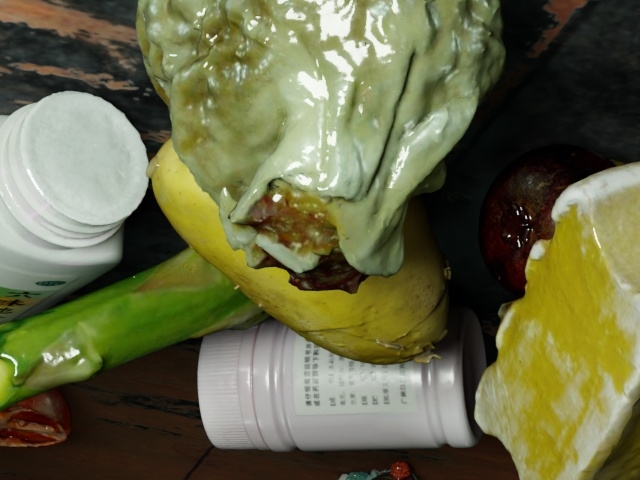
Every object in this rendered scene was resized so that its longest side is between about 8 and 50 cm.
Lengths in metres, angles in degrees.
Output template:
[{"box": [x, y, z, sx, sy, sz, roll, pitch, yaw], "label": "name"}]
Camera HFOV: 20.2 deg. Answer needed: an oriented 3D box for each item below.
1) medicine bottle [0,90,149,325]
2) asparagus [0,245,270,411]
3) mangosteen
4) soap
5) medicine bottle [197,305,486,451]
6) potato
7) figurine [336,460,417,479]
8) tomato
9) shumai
[{"box": [-0.265, -0.011, 1.456, 0.179, 0.124, 0.324, 18, 149, -32], "label": "medicine bottle"}, {"box": [-0.172, 0.071, 1.493, 0.343, 0.082, 0.085, -19, 173, -25], "label": "asparagus"}, {"box": [0.192, -0.013, 1.385, 0.140, 0.140, 0.140, 4, 153, 2], "label": "mangosteen"}, {"box": [0.306, 0.055, 1.310, 0.335, 0.156, 0.293, -11, 147, -23], "label": "soap"}, {"box": [0.022, 0.131, 1.668, 0.250, 0.133, 0.133, -5, 151, 16], "label": "medicine bottle"}, {"box": [0.000, 0.000, 1.409, 0.173, 0.140, 0.300, -9, 145, 39], "label": "potato"}, {"box": [0.065, 0.279, 2.054, 0.106, 0.047, 0.060, -8, 115, 38], "label": "figurine"}, {"box": [-0.334, 0.161, 1.859, 0.156, 0.069, 0.155, 4, 156, 2], "label": "tomato"}, {"box": [-0.006, -0.084, 1.173, 0.256, 0.218, 0.189, -8, 159, 25], "label": "shumai"}]
